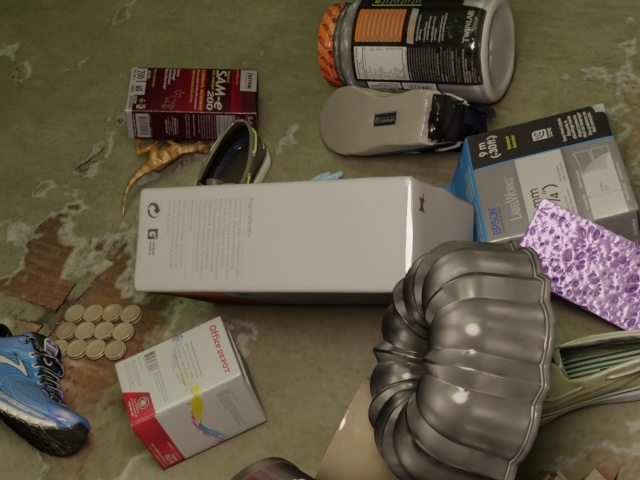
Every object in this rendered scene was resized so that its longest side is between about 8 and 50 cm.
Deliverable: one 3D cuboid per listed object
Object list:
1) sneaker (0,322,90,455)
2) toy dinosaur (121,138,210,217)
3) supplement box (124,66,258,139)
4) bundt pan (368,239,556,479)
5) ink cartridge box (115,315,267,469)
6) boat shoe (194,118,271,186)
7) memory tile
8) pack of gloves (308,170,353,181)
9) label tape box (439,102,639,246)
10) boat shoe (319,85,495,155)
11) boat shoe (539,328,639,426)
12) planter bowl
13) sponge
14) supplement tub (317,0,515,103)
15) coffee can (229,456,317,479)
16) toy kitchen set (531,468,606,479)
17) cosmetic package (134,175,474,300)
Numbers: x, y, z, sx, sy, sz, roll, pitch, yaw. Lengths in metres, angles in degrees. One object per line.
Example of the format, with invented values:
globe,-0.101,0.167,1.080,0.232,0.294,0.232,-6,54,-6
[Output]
sneaker,-0.462,0.216,1.848,0.330,0.130,0.147,28,68,39
toy dinosaur,-0.307,-0.147,2.166,0.211,0.064,0.112,-32,47,-8
supplement box,-0.236,-0.254,2.182,0.239,0.073,0.130,1,47,-2
bundt pan,0.150,0.147,1.409,0.124,0.331,0.331,14,46,-14
ink cartridge box,-0.189,0.224,1.730,0.176,0.127,0.128,-25,44,0
boat shoe,-0.174,-0.080,2.029,0.109,0.091,0.305,3,51,24
memory tile,-0.375,0.152,1.954,0.148,0.012,0.113,-1,49,22
pack of gloves,0.000,0.000,1.935,0.232,0.046,0.195,-38,58,-10
label tape box,0.303,-0.060,1.807,0.333,0.106,0.241,-14,46,10
boat shoe,0.146,-0.194,2.003,0.340,0.158,0.127,13,95,56
boat shoe,0.319,0.179,1.588,0.302,0.094,0.109,-16,45,8
planter bowl,0.074,0.278,1.570,0.109,0.162,0.162,26,59,7
sponge,0.380,0.037,1.656,0.210,0.031,0.117,28,89,12
supplement tub,0.167,-0.340,2.058,0.316,0.193,0.193,7,52,27
coffee can,0.007,0.413,1.425,0.275,0.201,0.201,23,61,36
toy kitchen set,0.322,0.323,1.500,0.068,0.075,0.083,-43,88,-15
cosmetic package,-0.025,0.010,1.735,0.453,0.230,0.161,-2,82,29
